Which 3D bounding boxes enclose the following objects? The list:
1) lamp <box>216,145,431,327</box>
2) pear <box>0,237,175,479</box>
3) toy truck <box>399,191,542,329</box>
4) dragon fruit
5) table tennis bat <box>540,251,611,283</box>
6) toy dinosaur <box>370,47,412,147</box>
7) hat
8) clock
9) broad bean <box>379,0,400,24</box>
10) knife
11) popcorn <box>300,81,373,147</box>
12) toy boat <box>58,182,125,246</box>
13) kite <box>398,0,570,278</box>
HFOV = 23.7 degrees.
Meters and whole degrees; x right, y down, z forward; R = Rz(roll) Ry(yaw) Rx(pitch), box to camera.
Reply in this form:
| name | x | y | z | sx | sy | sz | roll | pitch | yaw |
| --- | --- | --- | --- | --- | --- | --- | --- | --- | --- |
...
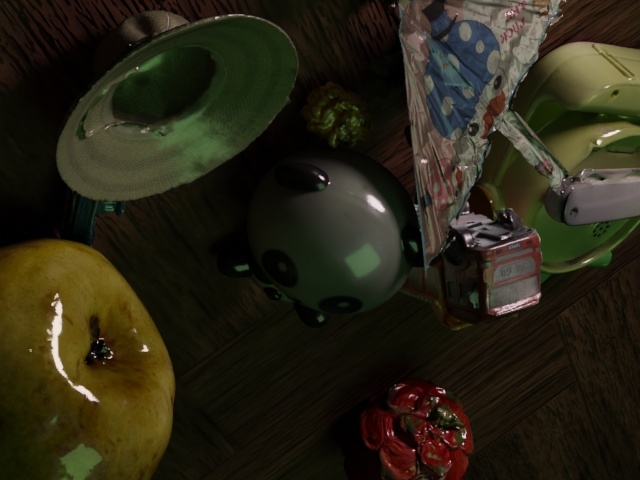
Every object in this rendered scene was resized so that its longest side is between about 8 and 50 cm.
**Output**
| name | x | y | z | sx | sy | sz | roll | pitch | yaw |
| --- | --- | --- | --- | --- | --- | --- | --- | --- | --- |
| lamp | 0.000 | 0.000 | 1.693 | 0.198 | 0.197 | 0.244 | -13 | 166 | -33 |
| pear | -0.300 | 0.156 | 1.526 | 0.304 | 0.304 | 0.304 | -25 | 145 | -19 |
| toy truck | 0.145 | 0.022 | 1.812 | 0.114 | 0.270 | 0.135 | -17 | 109 | -30 |
| dragon fruit | 0.124 | 0.308 | 2.196 | 0.193 | 0.192 | 0.274 | 1 | 144 | -15 |
| table tennis bat | 0.323 | 0.018 | 2.169 | 0.257 | 0.039 | 0.160 | 2 | 126 | -39 |
| toy dinosaur | 0.128 | -0.182 | 1.699 | 0.147 | 0.076 | 0.363 | -29 | 142 | -35 |
| hat | -0.153 | -0.156 | 1.432 | 0.252 | 0.110 | 0.252 | -26 | 154 | -14 |
| clock | 0.330 | -0.084 | 1.963 | 0.286 | 0.117 | 0.348 | 0 | 129 | -42 |
| broad bean | 0.149 | -0.317 | 1.584 | 0.227 | 0.039 | 0.069 | -37 | 126 | 1 |
| knife | 0.384 | -0.062 | 1.901 | 0.266 | 0.040 | 0.073 | -5 | 121 | -38 |
| popcorn | 0.021 | -0.134 | 1.652 | 0.057 | 0.083 | 0.082 | -56 | 165 | 18 |
| toy boat | -0.227 | -0.048 | 1.538 | 0.061 | 0.060 | 0.137 | 1 | 127 | -19 |
| kite | 0.177 | -0.152 | 1.652 | 0.368 | 0.014 | 0.406 | 41 | 70 | -42 |
